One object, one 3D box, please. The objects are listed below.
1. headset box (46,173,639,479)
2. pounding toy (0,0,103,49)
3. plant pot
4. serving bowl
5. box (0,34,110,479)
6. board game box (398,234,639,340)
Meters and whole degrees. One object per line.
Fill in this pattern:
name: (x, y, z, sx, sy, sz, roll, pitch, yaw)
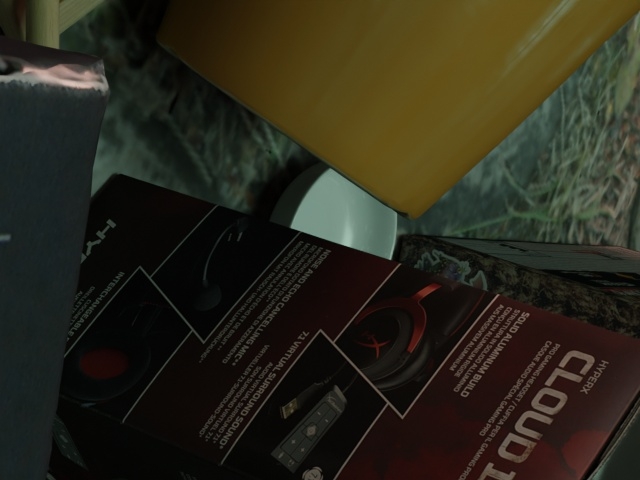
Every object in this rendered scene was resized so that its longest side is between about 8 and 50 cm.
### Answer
headset box: (0.031, 0.114, 0.702, 0.110, 0.293, 0.218, -51, 139, -27)
pounding toy: (-0.097, -0.123, 0.603, 0.141, 0.100, 0.130, -44, 135, -33)
plant pot: (0.039, -0.119, 0.719, 0.188, 0.205, 0.205, -55, 143, 3)
serving bowl: (0.000, 0.000, 0.837, 0.083, 0.027, 0.083, -23, 121, -45)
box: (-0.249, 0.125, 0.416, 0.293, 0.212, 0.396, -1, 106, -51)
board game box: (0.205, 0.101, 0.922, 0.232, 0.291, 0.141, 3, 102, -52)
